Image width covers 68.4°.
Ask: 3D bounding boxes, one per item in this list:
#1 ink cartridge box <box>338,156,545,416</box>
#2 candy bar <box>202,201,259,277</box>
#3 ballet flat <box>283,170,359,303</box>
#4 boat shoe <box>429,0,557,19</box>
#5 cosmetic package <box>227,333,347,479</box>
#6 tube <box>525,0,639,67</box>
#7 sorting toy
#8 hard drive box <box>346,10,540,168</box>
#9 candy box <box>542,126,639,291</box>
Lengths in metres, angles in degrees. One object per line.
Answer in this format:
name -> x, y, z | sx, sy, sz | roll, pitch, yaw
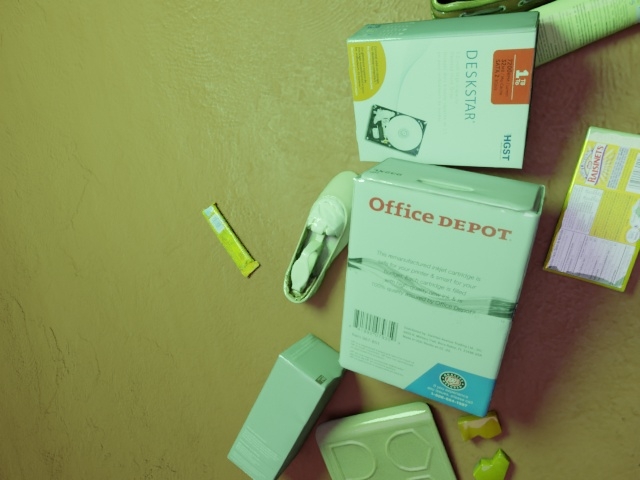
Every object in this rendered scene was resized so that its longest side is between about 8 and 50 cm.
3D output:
ink cartridge box -> 0.160, 0.059, 0.664 | 0.223, 0.129, 0.307 | 15, 118, 23
candy bar -> -0.177, -0.005, 0.910 | 0.040, 0.018, 0.161 | -40, 79, 20
ballet flat -> 0.000, 0.000, 0.796 | 0.086, 0.086, 0.248 | 29, 107, 19
boat shoe -> 0.293, -0.359, 0.605 | 0.308, 0.104, 0.110 | -25, 86, 25
cosmetic package -> -0.054, 0.297, 0.833 | 0.107, 0.127, 0.237 | 30, 106, 18
tube -> 0.336, -0.289, 0.618 | 0.240, 0.062, 0.070 | -17, 86, 26
sorting toy -> 0.165, 0.386, 0.796 | 0.308, 0.041, 0.228 | -20, 91, 19
hard drive box -> 0.167, -0.204, 0.652 | 0.232, 0.089, 0.181 | 6, 127, 24
candy box -> 0.389, -0.042, 0.643 | 0.105, 0.027, 0.205 | 18, 103, 24
